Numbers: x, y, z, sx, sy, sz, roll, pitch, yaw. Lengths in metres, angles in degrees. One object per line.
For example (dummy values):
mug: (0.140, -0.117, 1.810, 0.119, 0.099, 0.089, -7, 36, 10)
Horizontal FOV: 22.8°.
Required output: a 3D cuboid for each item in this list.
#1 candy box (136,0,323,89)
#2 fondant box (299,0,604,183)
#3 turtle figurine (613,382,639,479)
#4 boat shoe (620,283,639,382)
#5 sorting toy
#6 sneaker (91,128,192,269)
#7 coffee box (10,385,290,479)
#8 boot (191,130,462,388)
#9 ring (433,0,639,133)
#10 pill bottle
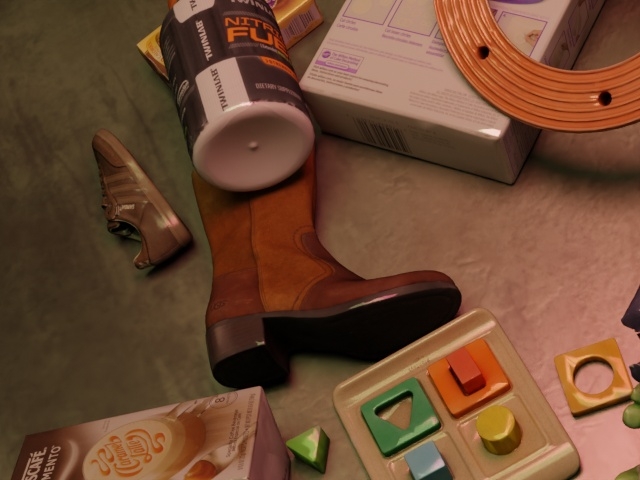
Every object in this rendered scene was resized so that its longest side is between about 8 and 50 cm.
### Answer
candy box: (-0.103, -0.236, 1.805, 0.186, 0.053, 0.109, -40, 57, -5)
fondant box: (0.159, -0.243, 1.691, 0.238, 0.096, 0.330, 18, 69, 27)
turtle figurine: (0.350, 0.225, 1.274, 0.266, 0.198, 0.275, 20, 56, 37)
boat shoe: (0.380, 0.024, 1.373, 0.158, 0.127, 0.340, 2, 22, 32)
sorting toy: (0.122, 0.170, 1.484, 0.347, 0.047, 0.196, -29, 55, 1)
sneaker: (-0.214, -0.047, 1.722, 0.071, 0.066, 0.188, -38, 55, -4)
coffee box: (-0.162, 0.237, 1.486, 0.246, 0.098, 0.141, -13, 29, 11)
boot: (0.000, 0.000, 1.627, 0.264, 0.096, 0.280, -20, 48, 16)
ring: (0.260, -0.270, 1.521, 0.336, 0.032, 0.337, -2, 87, 31)
pill bottle: (-0.096, -0.179, 1.661, 0.130, 0.130, 0.246, -23, 51, 5)
